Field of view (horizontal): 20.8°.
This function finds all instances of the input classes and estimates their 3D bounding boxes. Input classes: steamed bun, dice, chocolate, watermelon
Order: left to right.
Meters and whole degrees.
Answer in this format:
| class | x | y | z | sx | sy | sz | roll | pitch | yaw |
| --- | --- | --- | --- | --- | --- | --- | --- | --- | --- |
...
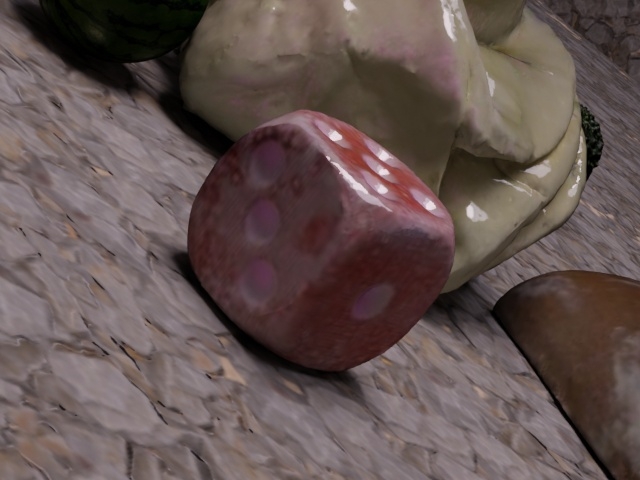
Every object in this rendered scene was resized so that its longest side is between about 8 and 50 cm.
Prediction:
| class | x | y | z | sx | sy | sz | roll | pitch | yaw |
| --- | --- | --- | --- | --- | --- | --- | --- | --- | --- |
| watermelon | -0.116 | -0.147 | 0.982 | 0.109 | 0.109 | 0.109 | 35 | 15 | -11 |
| dice | 0.000 | 0.000 | 0.818 | 0.094 | 0.093 | 0.091 | 20 | 24 | -51 |
| steamed bun | 0.059 | -0.120 | 1.091 | 0.280 | 0.207 | 0.268 | 40 | 15 | 0 |
| chocolate | 0.223 | 0.102 | 1.062 | 0.157 | 0.080 | 0.254 | 28 | 18 | -34 |

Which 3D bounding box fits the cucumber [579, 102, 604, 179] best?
| class | x | y | z | sx | sy | sz | roll | pitch | yaw |
| --- | --- | --- | --- | --- | --- | --- | --- | --- | --- |
| cucumber | 0.157 | -0.093 | 1.366 | 0.096 | 0.096 | 0.359 | 43 | 8 | 14 |
